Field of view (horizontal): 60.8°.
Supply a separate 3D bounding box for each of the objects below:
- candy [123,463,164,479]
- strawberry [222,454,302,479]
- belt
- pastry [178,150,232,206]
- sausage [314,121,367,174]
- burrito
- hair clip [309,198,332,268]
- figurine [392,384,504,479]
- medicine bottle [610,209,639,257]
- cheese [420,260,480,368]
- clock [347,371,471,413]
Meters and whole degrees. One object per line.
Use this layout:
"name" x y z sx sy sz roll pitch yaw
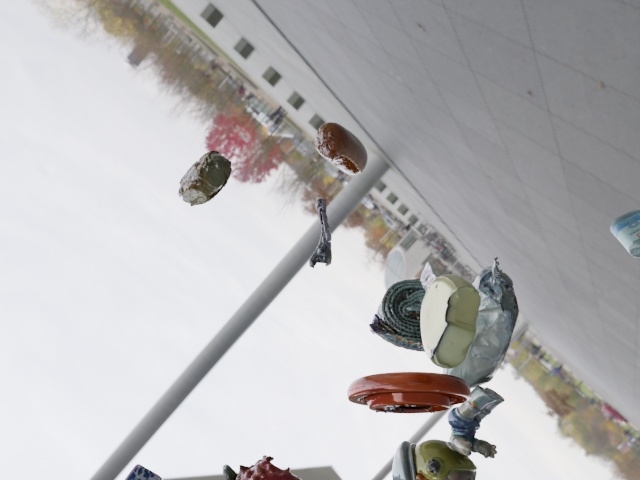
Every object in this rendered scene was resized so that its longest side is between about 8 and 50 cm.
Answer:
"candy" -0.521 0.739 1.647 0.092 0.073 0.160 24 147 14
"strawberry" -0.055 0.428 0.777 0.286 0.188 0.106 11 -165 21
"belt" 0.305 0.225 1.673 0.294 0.207 0.160 10 155 7
"pastry" -0.282 -0.152 1.331 0.081 0.153 0.153 36 -172 -27
"sausage" 0.044 -0.185 1.105 0.076 0.076 0.197 43 -170 21
"burrito" 0.396 0.216 1.324 0.138 0.446 0.101 15 -139 13
"hair clip" 0.008 0.000 1.397 0.187 0.056 0.146 -80 -11 -50
"figurine" 0.338 0.544 1.424 0.205 0.382 0.224 36 174 43
"medicine bottle" 0.749 -0.003 1.260 0.054 0.090 0.208 55 -161 -19
"cheese" 0.190 0.091 0.869 0.050 0.127 0.255 17 -161 -6
"clock" 0.147 0.259 0.912 0.205 0.205 0.051 34 -131 -51
